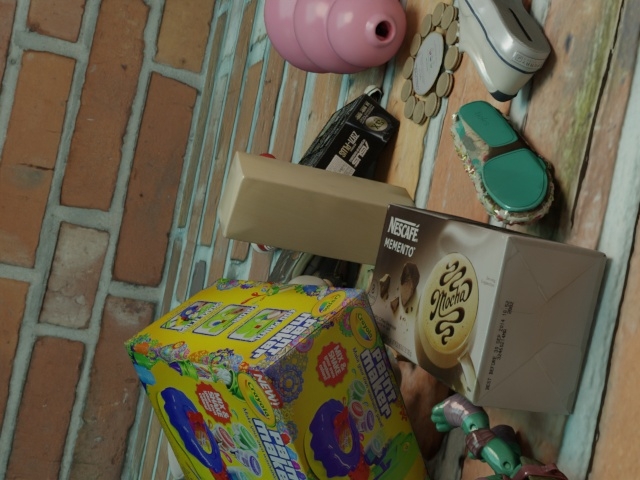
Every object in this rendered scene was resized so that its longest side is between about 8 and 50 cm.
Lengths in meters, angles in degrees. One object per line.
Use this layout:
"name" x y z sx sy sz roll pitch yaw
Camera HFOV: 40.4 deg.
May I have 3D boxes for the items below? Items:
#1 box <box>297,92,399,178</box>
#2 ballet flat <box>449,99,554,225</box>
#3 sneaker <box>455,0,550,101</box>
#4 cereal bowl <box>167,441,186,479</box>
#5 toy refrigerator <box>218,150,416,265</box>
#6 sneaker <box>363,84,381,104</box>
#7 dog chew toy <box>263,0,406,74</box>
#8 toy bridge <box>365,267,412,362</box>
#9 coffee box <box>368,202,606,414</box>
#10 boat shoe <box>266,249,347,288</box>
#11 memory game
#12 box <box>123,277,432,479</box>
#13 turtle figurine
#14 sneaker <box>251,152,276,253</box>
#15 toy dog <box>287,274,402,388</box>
"box" 0.027 -0.134 1.421 0.180 0.077 0.147 -56 14 -18
"ballet flat" 0.211 -0.077 1.002 0.241 0.091 0.077 -98 -4 -52
"sneaker" 0.201 -0.276 1.086 0.091 0.094 0.258 -57 30 39
"cereal bowl" -0.224 0.349 1.875 0.339 0.141 0.338 -168 90 -71
"toy refrigerator" -0.004 -0.044 1.271 0.094 0.270 0.102 -111 36 -56
"sneaker" 0.081 -0.225 1.491 0.037 0.032 0.083 -125 48 -65
"dog chew toy" 0.033 -0.376 1.476 0.332 0.207 0.206 39 117 60
"toy bridge" 0.089 0.100 1.243 0.188 0.063 0.026 -107 34 -53
"coffee box" 0.165 0.062 0.963 0.297 0.119 0.168 -153 74 -70
"boat shoe" -0.021 0.084 1.475 0.355 0.130 0.132 -54 15 7
"memory game" 0.165 -0.264 1.305 0.186 0.012 0.186 -170 90 -71
"box" -0.051 0.217 1.077 0.279 0.177 0.289 0 117 46
"turtle figurine" 0.185 0.255 0.823 0.234 0.118 0.175 -108 -6 -57
"sneaker" -0.094 -0.085 1.868 0.128 0.087 0.221 -9 83 61
"toy dog" 0.005 0.189 1.285 0.161 0.220 0.333 -43 -16 -50
